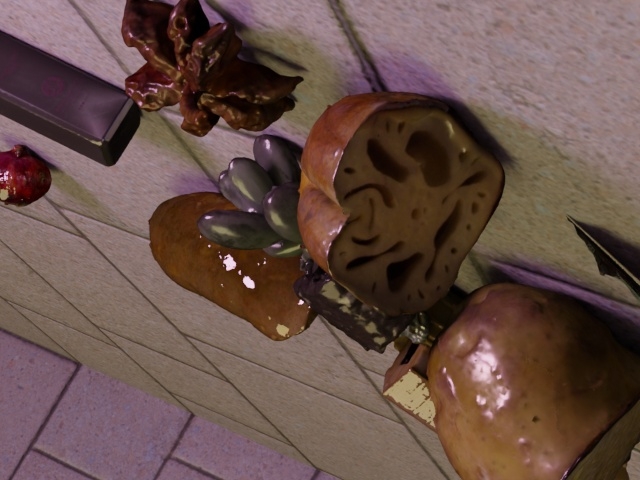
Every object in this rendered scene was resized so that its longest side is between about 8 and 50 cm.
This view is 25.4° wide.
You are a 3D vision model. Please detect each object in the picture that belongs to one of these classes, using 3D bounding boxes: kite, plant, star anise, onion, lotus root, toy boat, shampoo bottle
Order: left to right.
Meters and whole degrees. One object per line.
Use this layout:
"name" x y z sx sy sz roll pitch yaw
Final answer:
"onion" -0.465 -0.100 2.169 0.107 0.097 0.107 16 -159 -6
"shampoo bottle" -0.345 -0.183 1.742 0.246 0.080 0.079 26 161 10
"star anise" -0.122 -0.165 1.409 0.196 0.111 0.212 30 172 22
"plant" 0.002 -0.001 1.606 0.274 0.146 0.149 36 158 -7
"lotus root" 0.041 -0.053 1.339 0.199 0.188 0.180 40 174 -38
"toy boat" 0.208 0.188 1.779 0.445 0.162 0.136 33 160 -12
"kite" 0.374 0.129 1.356 0.406 0.014 0.368 49 -166 18

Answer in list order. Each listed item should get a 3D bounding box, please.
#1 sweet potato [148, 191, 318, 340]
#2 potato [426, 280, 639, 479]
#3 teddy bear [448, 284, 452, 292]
"sweet potato" -0.116 0.018 1.839 0.369 0.158 0.158 24 163 33
"potato" 0.231 0.183 1.618 0.237 0.301 0.289 36 122 23
"teddy bear" 0.104 -0.025 1.492 0.160 0.078 0.119 43 161 52
